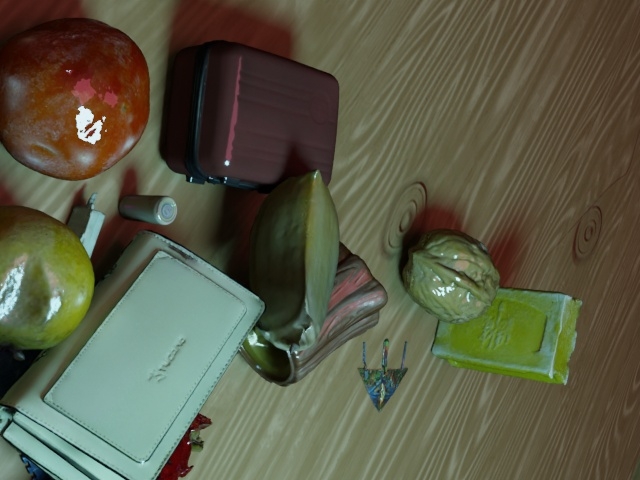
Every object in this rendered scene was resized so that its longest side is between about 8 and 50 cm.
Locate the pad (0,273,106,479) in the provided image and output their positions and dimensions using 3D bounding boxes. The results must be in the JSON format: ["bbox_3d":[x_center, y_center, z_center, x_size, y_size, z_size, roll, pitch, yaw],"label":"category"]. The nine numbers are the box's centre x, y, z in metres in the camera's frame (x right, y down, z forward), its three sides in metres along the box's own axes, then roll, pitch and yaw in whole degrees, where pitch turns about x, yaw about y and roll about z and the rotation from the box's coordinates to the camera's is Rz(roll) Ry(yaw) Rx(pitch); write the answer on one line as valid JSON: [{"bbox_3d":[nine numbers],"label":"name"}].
[{"bbox_3d":[-0.367,0.225,1.488,0.269,0.012,0.269,-42,125,-39],"label":"pad"}]

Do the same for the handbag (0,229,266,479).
[{"bbox_3d":[-0.273,0.181,1.413,0.236,0.160,0.359,37,51,-5],"label":"handbag"}]

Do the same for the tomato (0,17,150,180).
[{"bbox_3d":[-0.338,-0.193,1.340,0.232,0.188,0.232,-10,103,-47],"label":"tomato"}]

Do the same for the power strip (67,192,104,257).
[{"bbox_3d":[-0.363,0.017,1.441,0.030,0.047,0.191,32,70,-51],"label":"power strip"}]

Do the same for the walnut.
[{"bbox_3d":[0.282,0.076,2.107,0.245,0.198,0.198,30,71,-36],"label":"walnut"}]

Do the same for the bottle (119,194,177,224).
[{"bbox_3d":[-0.269,-0.049,1.507,0.045,0.096,0.045,-9,102,-50],"label":"bottle"}]

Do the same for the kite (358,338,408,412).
[{"bbox_3d":[0.137,0.292,2.093,0.183,0.010,0.160,7,88,-50],"label":"kite"}]

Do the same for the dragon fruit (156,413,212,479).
[{"bbox_3d":[-0.264,0.344,1.593,0.122,0.092,0.192,36,53,2],"label":"dragon fruit"}]

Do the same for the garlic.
[{"bbox_3d":[-0.051,0.060,1.541,0.196,0.151,0.339,99,-1,-60],"label":"garlic"}]

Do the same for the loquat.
[{"bbox_3d":[-0.403,0.056,1.277,0.213,0.213,0.213,-7,100,-49],"label":"loquat"}]

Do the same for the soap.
[{"bbox_3d":[0.411,0.200,2.173,0.091,0.314,0.199,28,74,-47],"label":"soap"}]

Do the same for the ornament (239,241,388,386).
[{"bbox_3d":[-0.033,0.125,1.725,0.217,0.235,0.221,-36,113,-34],"label":"ornament"}]

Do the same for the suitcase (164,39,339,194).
[{"bbox_3d":[-0.109,-0.200,1.629,0.297,0.161,0.236,7,89,-49],"label":"suitcase"}]
